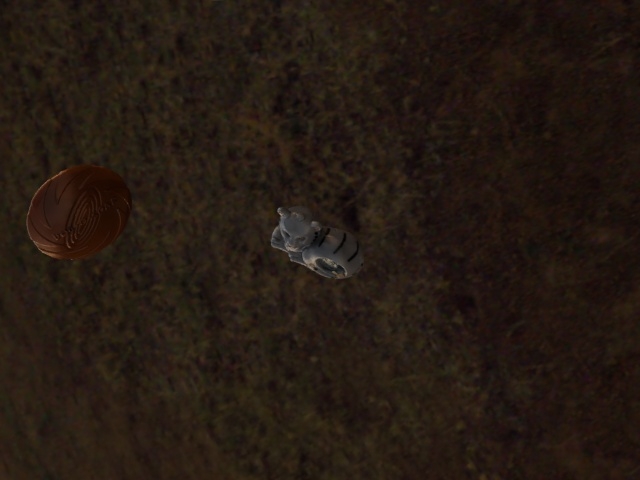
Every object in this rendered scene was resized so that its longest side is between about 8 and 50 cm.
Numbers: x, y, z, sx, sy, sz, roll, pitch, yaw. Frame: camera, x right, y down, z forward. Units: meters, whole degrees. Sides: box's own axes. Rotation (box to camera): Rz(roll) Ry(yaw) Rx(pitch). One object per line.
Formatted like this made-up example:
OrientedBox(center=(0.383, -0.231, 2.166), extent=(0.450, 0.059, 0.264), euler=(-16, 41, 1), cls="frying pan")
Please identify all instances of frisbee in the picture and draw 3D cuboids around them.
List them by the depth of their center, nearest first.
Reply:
OrientedBox(center=(-0.418, -0.043, 1.623), extent=(0.035, 0.192, 0.192), euler=(43, 137, 42), cls="frisbee")

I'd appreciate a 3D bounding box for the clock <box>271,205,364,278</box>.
OrientedBox(center=(0.000, 0.001, 1.640), extent=(0.176, 0.080, 0.117), euler=(25, 157, 3), cls="clock")
